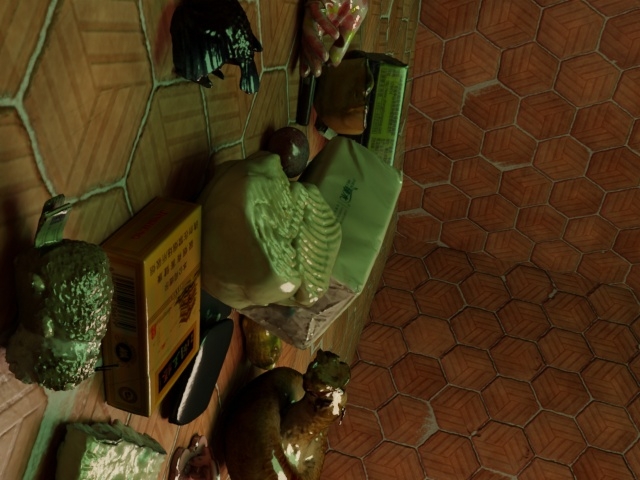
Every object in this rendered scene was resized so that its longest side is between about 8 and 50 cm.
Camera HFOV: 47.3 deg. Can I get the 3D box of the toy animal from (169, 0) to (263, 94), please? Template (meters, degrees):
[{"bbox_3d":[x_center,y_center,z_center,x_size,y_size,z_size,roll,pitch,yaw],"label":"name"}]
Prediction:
[{"bbox_3d":[-0.133,-0.308,1.035,0.218,0.116,0.179,-46,148,-56],"label":"toy animal"}]

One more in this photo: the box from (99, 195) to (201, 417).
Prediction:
[{"bbox_3d":[-0.243,0.095,1.067,0.174,0.076,0.274,-56,156,-57],"label":"box"}]

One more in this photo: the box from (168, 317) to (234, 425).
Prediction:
[{"bbox_3d":[-0.220,0.242,1.372,0.212,0.042,0.201,-17,126,-79],"label":"box"}]

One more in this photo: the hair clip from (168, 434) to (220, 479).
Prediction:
[{"bbox_3d":[-0.264,0.456,1.472,0.138,0.102,0.123,-134,-127,-65],"label":"hair clip"}]

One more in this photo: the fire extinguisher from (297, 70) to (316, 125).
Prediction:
[{"bbox_3d":[-0.028,-0.350,1.673,0.049,0.035,0.173,-50,154,-57],"label":"fire extinguisher"}]

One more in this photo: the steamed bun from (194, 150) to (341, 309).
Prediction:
[{"bbox_3d":[-0.109,-0.007,1.228,0.276,0.203,0.289,69,25,-17],"label":"steamed bun"}]

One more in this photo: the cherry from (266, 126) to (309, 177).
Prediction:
[{"bbox_3d":[-0.068,-0.175,1.568,0.225,0.090,0.107,88,-1,-78],"label":"cherry"}]

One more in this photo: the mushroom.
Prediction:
[{"bbox_3d":[-0.055,0.439,1.724,0.331,0.356,0.334,-93,159,-78],"label":"mushroom"}]

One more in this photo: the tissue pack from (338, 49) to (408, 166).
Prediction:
[{"bbox_3d":[0.136,-0.314,2.035,0.288,0.124,0.394,-113,-152,-67],"label":"tissue pack"}]

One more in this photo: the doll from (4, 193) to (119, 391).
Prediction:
[{"bbox_3d":[-0.282,0.056,0.787,0.115,0.105,0.221,-7,107,-33],"label":"doll"}]

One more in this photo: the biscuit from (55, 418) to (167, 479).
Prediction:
[{"bbox_3d":[-0.302,0.354,1.051,0.281,0.084,0.179,60,44,-74],"label":"biscuit"}]

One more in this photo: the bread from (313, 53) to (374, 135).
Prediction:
[{"bbox_3d":[0.050,-0.352,1.790,0.251,0.133,0.174,-156,-109,-86],"label":"bread"}]

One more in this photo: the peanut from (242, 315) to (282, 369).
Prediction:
[{"bbox_3d":[-0.134,0.225,1.684,0.206,0.087,0.087,87,20,-47],"label":"peanut"}]

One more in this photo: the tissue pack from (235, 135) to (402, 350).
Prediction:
[{"bbox_3d":[0.000,0.000,1.587,0.297,0.207,0.380,-49,-166,51],"label":"tissue pack"}]

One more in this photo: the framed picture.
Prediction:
[{"bbox_3d":[-0.201,0.043,1.356,0.244,0.013,0.323,-49,150,-65],"label":"framed picture"}]

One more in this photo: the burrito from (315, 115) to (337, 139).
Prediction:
[{"bbox_3d":[0.020,-0.298,1.919,0.118,0.044,0.074,32,67,-75],"label":"burrito"}]

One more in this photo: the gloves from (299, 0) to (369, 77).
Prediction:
[{"bbox_3d":[0.014,-0.464,1.564,0.241,0.126,0.145,-50,176,7],"label":"gloves"}]
